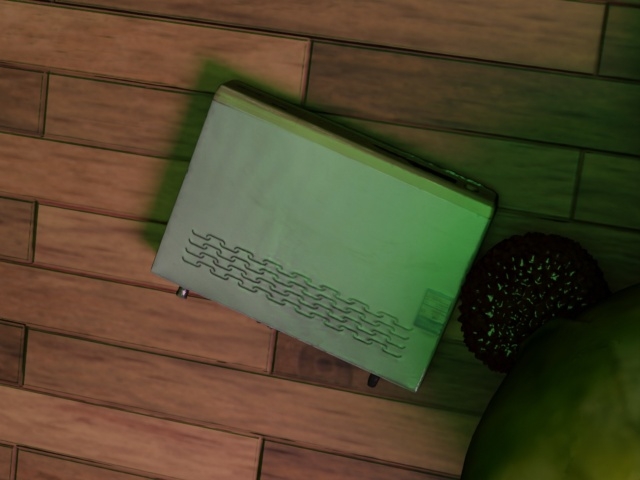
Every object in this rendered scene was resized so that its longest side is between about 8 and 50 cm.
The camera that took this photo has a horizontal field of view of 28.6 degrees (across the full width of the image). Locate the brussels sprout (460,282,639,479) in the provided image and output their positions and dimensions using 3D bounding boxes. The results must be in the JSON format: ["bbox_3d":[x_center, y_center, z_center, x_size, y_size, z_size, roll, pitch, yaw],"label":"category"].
[{"bbox_3d":[0.283,0.200,0.917,0.361,0.342,0.425,29,103,-2],"label":"brussels sprout"}]

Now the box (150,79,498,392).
[{"bbox_3d":[0.000,0.000,1.118,0.270,0.045,0.211,22,104,9],"label":"box"}]

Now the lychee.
[{"bbox_3d":[0.175,0.057,1.047,0.123,0.123,0.129,39,70,5],"label":"lychee"}]
